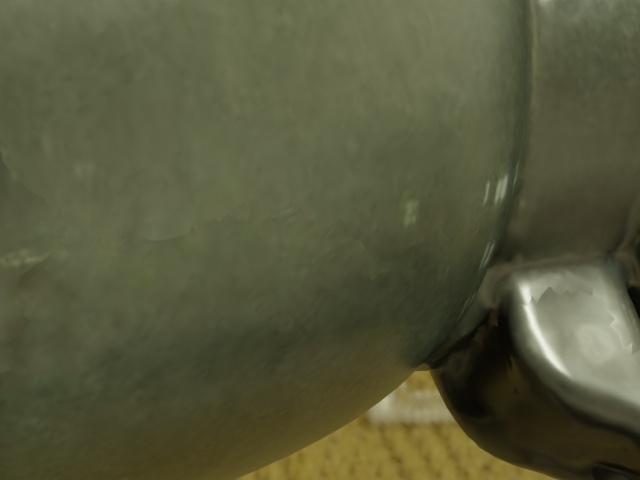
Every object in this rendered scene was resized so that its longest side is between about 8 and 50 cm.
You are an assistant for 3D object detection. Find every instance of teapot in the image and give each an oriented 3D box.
[{"bbox_3d":[0.003,-0.022,0.420,0.285,0.223,0.305,-4,34,-29],"label":"teapot"}]
